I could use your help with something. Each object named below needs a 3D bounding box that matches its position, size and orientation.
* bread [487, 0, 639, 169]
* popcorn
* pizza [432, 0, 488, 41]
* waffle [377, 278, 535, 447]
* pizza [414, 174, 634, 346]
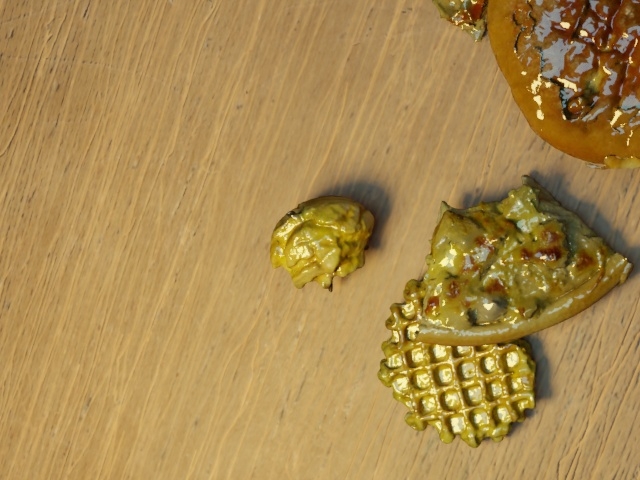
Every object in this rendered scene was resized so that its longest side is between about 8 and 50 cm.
[{"bbox_3d":[0.411,-0.277,1.697,0.336,0.204,0.358,-27,79,24],"label":"bread"},{"bbox_3d":[0.000,0.000,1.912,0.167,0.148,0.152,-18,121,38],"label":"popcorn"},{"bbox_3d":[0.172,-0.453,1.853,0.251,0.074,0.288,19,98,23],"label":"pizza"},{"bbox_3d":[0.206,0.174,1.879,0.253,0.056,0.249,21,100,22],"label":"waffle"},{"bbox_3d":[0.263,0.025,1.805,0.323,0.089,0.223,-19,81,6],"label":"pizza"}]
